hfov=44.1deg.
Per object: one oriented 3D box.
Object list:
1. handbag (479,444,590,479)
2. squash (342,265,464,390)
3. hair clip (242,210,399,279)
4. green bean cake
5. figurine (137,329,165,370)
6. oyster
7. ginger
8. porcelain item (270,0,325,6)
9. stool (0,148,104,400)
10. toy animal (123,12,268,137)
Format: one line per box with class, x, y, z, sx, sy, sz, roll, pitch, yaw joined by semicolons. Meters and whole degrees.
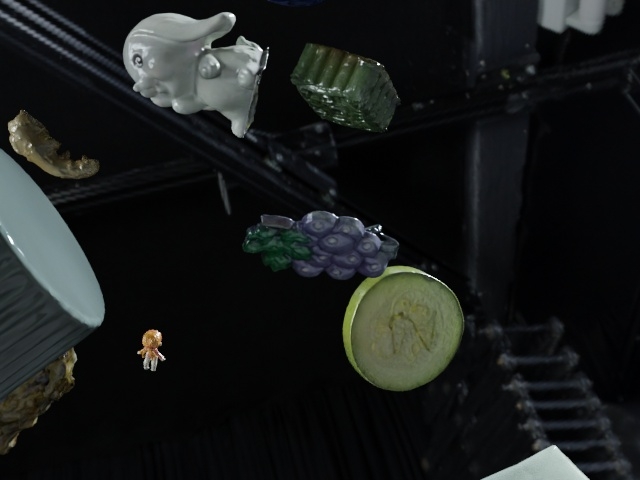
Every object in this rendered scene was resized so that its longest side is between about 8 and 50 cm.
handbag;0.338;0.468;1.125;0.151;0.171;0.298;-21;-66;-11
squash;0.164;0.179;1.591;0.252;0.049;0.252;-3;-80;-19
hair clip;0.000;-0.001;0.982;0.195;0.052;0.124;2;-42;-3
green bean cake;0.048;-0.290;1.540;0.094;0.173;0.181;-64;-27;-8
figurine;-0.369;0.245;1.720;0.064;0.047;0.109;14;-57;3
oyster;-0.539;0.288;1.232;0.396;0.111;0.204;-38;-51;-16
ginger;-0.474;-0.156;1.385;0.173;0.051;0.069;35;-94;-10
porcelain item;0.045;-0.307;0.756;0.288;0.186;0.138;-35;-34;-36
stool;-0.438;0.075;0.844;0.330;0.297;0.297;-33;-42;-2
toy animal;-0.229;-0.344;1.534;0.289;0.174;0.249;25;-35;-24
